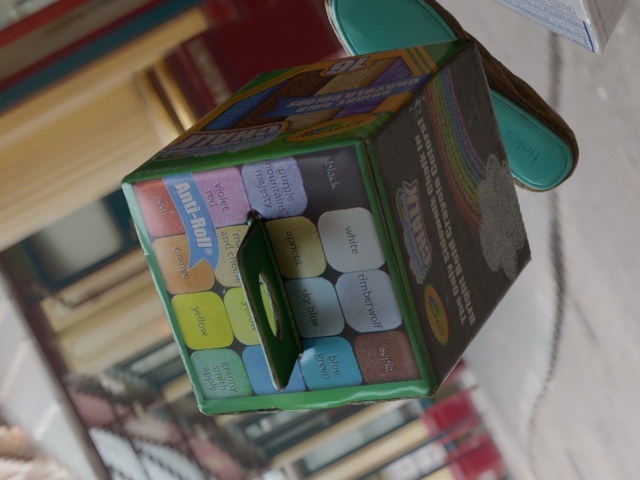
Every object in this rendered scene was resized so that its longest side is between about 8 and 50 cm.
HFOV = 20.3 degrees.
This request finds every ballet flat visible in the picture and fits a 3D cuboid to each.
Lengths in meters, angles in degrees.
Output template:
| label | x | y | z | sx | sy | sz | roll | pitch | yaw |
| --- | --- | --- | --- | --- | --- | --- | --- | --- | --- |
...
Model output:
| label | x | y | z | sx | sy | sz | roll | pitch | yaw |
| --- | --- | --- | --- | --- | --- | --- | --- | --- | --- |
| ballet flat | 0.145 | -0.186 | 1.952 | 0.342 | 0.116 | 0.124 | 36 | -160 | -10 |

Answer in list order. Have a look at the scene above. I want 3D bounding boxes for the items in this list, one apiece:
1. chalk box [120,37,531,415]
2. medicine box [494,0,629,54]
| label | x | y | z | sx | sy | sz | roll | pitch | yaw |
| --- | --- | --- | --- | --- | --- | --- | --- | --- | --- |
| chalk box | 0.000 | 0.000 | 1.182 | 0.289 | 0.179 | 0.180 | -43 | -59 | -58 |
| medicine box | 0.222 | -0.327 | 1.476 | 0.149 | 0.263 | 0.289 | 29 | 180 | 14 |
